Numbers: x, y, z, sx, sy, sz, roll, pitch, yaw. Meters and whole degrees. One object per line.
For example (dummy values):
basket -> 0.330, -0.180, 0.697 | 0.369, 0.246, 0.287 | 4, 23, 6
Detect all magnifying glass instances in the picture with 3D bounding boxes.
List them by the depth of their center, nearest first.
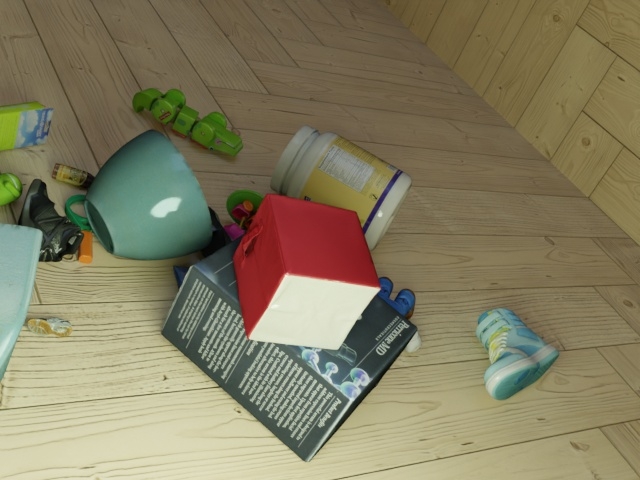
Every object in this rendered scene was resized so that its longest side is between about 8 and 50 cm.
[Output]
magnifying glass -> -0.528, -0.029, 1.816 | 0.092, 0.026, 0.231 | 11, 32, -24

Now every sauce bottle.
sauce bottle -> -0.575, -0.150, 1.938 | 0.128, 0.042, 0.042 | 14, 33, -16

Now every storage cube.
storage cube -> -0.033, 0.060, 1.450 | 0.214, 0.184, 0.193 | 10, 42, -26

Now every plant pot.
plant pot -> -0.608, 0.132, 1.320 | 0.247, 0.248, 0.252 | 10, 51, -26
plant pot -> -0.397, -0.071, 1.767 | 0.195, 0.290, 0.290 | -29, 58, -27

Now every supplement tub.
supplement tub -> 0.055, -0.147, 2.205 | 0.331, 0.241, 0.241 | 30, 31, 7

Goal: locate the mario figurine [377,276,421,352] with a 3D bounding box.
mario figurine -> 0.124, 0.202, 1.896 | 0.198, 0.170, 0.320 | -5, 13, 18

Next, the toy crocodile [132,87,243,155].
toy crocodile -> -0.380, -0.338, 2.320 | 0.340, 0.105, 0.115 | 29, 31, -5

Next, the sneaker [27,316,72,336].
sneaker -> -0.516, 0.161, 1.539 | 0.083, 0.032, 0.037 | 16, 19, -25

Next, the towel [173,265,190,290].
towel -> -0.177, 0.135, 1.818 | 0.284, 0.034, 0.209 | 7, 35, -28

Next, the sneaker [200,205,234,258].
sneaker -> -0.279, -0.025, 1.886 | 0.118, 0.083, 0.222 | 44, 7, -42

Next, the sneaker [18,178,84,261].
sneaker -> -0.578, -0.037, 1.731 | 0.130, 0.087, 0.228 | 11, 37, -26

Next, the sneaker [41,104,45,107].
sneaker -> -0.746, -0.321, 2.071 | 0.057, 0.047, 0.119 | 14, 30, 1

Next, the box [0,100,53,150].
box -> -0.734, -0.273, 1.938 | 0.042, 0.109, 0.178 | 38, 33, 22

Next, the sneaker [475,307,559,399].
sneaker -> 0.437, 0.268, 1.988 | 0.208, 0.127, 0.319 | 45, 26, 25

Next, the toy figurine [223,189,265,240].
toy figurine -> -0.181, -0.013, 1.992 | 0.173, 0.130, 0.159 | 43, 41, -20

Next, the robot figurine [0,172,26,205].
robot figurine -> -0.701, -0.109, 1.761 | 0.101, 0.067, 0.115 | 8, 21, 31

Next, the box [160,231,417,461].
box -> -0.061, 0.181, 1.619 | 0.395, 0.212, 0.293 | 39, 37, 11
